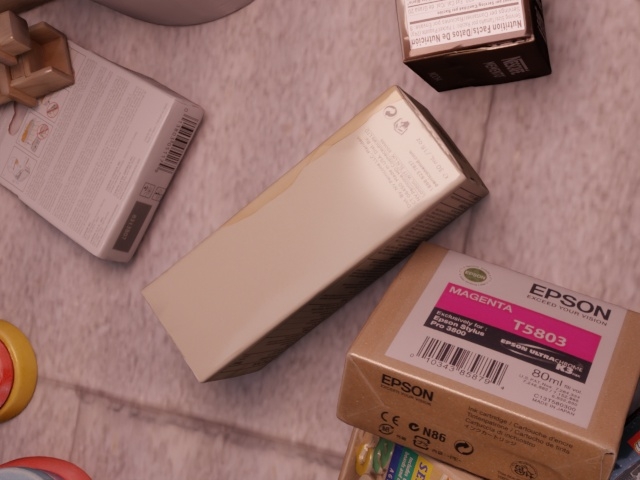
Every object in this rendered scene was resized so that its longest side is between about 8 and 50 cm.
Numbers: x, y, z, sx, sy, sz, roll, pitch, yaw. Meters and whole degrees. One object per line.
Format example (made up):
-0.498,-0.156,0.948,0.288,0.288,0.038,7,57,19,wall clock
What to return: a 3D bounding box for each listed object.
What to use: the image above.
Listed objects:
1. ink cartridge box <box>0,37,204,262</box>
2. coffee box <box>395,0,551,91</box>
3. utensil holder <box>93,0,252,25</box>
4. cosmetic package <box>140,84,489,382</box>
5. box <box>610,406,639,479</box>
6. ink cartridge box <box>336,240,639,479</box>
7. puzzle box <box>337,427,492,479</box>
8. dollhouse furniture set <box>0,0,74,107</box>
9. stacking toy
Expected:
-0.257,-0.109,1.141,0.232,0.066,0.189,32,98,36,ink cartridge box
0.131,-0.301,0.959,0.119,0.168,0.297,-8,87,16,coffee box
-0.200,-0.388,0.946,0.327,0.385,0.327,0,89,17,utensil holder
0.000,0.000,0.996,0.309,0.160,0.113,-37,78,11,cosmetic package
0.337,0.226,0.948,0.233,0.044,0.159,-45,77,11,box
0.159,0.113,0.920,0.235,0.193,0.088,18,128,16,ink cartridge box
0.056,0.384,0.929,0.052,0.272,0.409,15,93,-26,puzzle box
-0.432,-0.307,1.020,0.174,0.355,0.303,-17,77,16,dollhouse furniture set
-0.408,0.269,1.124,0.279,0.130,0.309,-34,79,13,stacking toy
